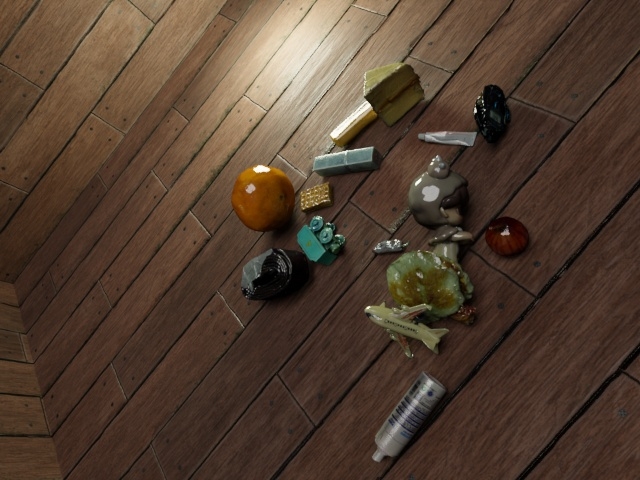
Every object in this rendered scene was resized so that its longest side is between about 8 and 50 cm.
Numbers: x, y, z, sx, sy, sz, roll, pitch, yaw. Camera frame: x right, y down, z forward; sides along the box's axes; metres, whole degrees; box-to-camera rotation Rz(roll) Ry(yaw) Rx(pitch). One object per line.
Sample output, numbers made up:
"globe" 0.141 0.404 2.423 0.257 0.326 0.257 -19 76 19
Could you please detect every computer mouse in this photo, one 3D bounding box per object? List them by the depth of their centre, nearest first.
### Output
"computer mouse" 0.587 -0.439 1.606 0.077 0.147 0.241 -26 42 56

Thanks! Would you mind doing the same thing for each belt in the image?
"belt" -0.194 0.138 1.818 0.289 0.164 0.184 -28 74 33

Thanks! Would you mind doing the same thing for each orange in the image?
"orange" -0.236 -0.177 1.938 0.226 0.284 0.283 0 69 41

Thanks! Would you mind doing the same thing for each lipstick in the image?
"lipstick" 0.104 -0.323 1.908 0.290 0.076 0.077 -2 69 33

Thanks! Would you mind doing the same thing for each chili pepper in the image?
"chili pepper" 0.248 0.022 1.675 0.153 0.041 0.050 -7 23 32

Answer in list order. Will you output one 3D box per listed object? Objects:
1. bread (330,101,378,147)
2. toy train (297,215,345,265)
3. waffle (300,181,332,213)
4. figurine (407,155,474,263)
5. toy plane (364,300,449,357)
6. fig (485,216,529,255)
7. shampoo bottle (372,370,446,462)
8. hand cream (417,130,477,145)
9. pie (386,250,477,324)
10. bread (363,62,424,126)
"bread" 0.151 -0.492 1.955 0.239 0.074 0.092 -40 36 11
"toy train" 0.000 0.000 1.816 0.154 0.107 0.198 -49 51 15
"waffle" -0.017 -0.179 1.945 0.148 0.042 0.102 -17 59 27
"figurine" 0.395 -0.071 1.523 0.203 0.248 0.380 -6 79 16
"toy plane" 0.262 0.263 1.442 0.256 0.241 0.104 29 45 21
"fig" 0.565 -0.023 1.428 0.128 0.150 0.128 -49 13 15
"shampoo bottle" 0.258 0.545 1.396 0.092 0.092 0.303 37 93 39
"hand cream" 0.468 -0.385 1.720 0.216 0.038 0.052 12 101 32
"pie" 0.341 0.147 1.452 0.275 0.257 0.105 -9 20 38
"bread" 0.297 -0.564 1.781 0.178 0.240 0.135 -7 66 32
